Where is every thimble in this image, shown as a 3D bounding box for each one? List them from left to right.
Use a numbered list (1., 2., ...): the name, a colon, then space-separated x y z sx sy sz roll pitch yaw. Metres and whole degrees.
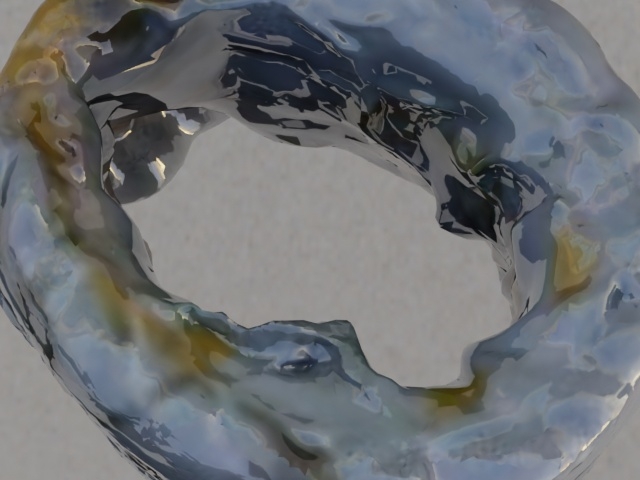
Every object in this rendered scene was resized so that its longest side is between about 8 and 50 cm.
1. thimble: 0.001 0.003 0.429 0.151 0.127 0.118 41 168 12
